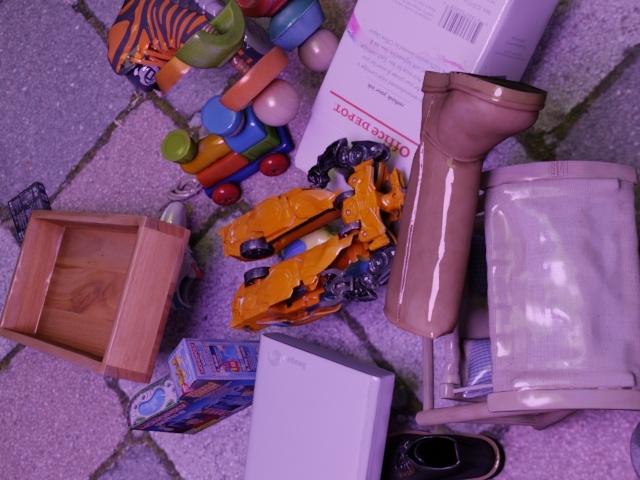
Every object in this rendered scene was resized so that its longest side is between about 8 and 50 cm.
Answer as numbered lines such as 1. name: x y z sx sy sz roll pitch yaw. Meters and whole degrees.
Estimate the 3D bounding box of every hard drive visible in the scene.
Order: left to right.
1. hard drive: -0.014 0.287 1.281 0.203 0.040 0.307 15 101 43

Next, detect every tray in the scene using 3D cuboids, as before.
1. tray: -0.330 0.066 1.466 0.411 0.076 0.202 4 78 56

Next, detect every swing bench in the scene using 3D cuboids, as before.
1. swing bench: 0.222 0.068 1.133 0.165 0.255 0.253 5 73 -16

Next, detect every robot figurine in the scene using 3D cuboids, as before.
1. robot figurine: 0.000 0.000 1.283 0.291 0.085 0.211 -25 63 32

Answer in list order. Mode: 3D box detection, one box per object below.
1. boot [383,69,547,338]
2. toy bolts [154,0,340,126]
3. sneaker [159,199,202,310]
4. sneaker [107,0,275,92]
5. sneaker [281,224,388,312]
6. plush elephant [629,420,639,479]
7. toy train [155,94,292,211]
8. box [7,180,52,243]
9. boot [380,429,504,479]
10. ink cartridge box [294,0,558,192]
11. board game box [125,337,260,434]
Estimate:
1. boot: 0.139 -0.030 1.047 0.089 0.236 0.269 9 98 -9
2. toy bolts: -0.083 -0.238 1.374 0.228 0.158 0.218 -51 13 -29
3. sneaker: -0.200 0.025 1.508 0.075 0.057 0.161 11 89 23
4. sneaker: -0.202 -0.287 1.566 0.321 0.125 0.180 39 101 41
5. sneaker: 0.041 0.050 1.361 0.240 0.091 0.126 18 97 40
6. plush elephant: 0.430 0.270 1.009 0.330 0.255 0.272 -36 13 -19
7. toy train: -0.177 -0.112 1.478 0.248 0.143 0.105 -29 65 19
8. box: -0.470 -0.044 1.692 0.067 0.018 0.083 -33 64 17
9. boot: 0.102 0.256 1.236 0.198 0.137 0.076 -16 70 25
10. ink cartridge box: 0.128 -0.206 1.324 0.207 0.119 0.353 37 112 31
11. board game box: -0.155 0.186 1.360 0.194 0.194 0.060 -29 65 19
